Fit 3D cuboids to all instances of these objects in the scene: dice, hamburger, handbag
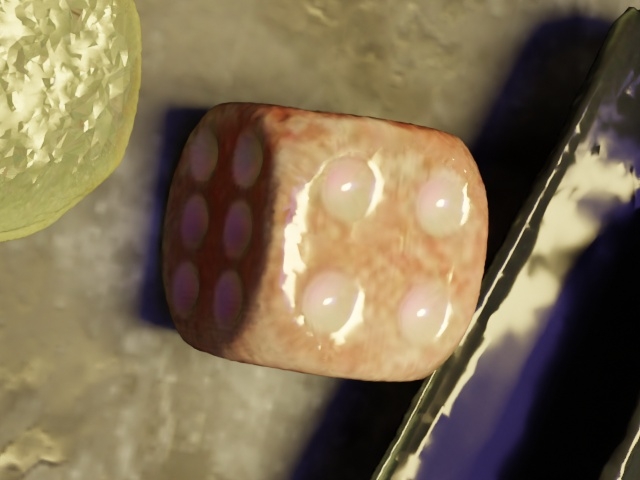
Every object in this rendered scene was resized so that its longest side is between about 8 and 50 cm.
[{"bbox_3d":[0.000,0.000,0.656,0.091,0.094,0.093,7,90,-32],"label":"dice"},{"bbox_3d":[-0.125,-0.063,0.594,0.140,0.062,0.133,9,93,-35],"label":"hamburger"},{"bbox_3d":[0.194,0.099,0.733,0.329,0.122,0.303,36,78,-36],"label":"handbag"}]
